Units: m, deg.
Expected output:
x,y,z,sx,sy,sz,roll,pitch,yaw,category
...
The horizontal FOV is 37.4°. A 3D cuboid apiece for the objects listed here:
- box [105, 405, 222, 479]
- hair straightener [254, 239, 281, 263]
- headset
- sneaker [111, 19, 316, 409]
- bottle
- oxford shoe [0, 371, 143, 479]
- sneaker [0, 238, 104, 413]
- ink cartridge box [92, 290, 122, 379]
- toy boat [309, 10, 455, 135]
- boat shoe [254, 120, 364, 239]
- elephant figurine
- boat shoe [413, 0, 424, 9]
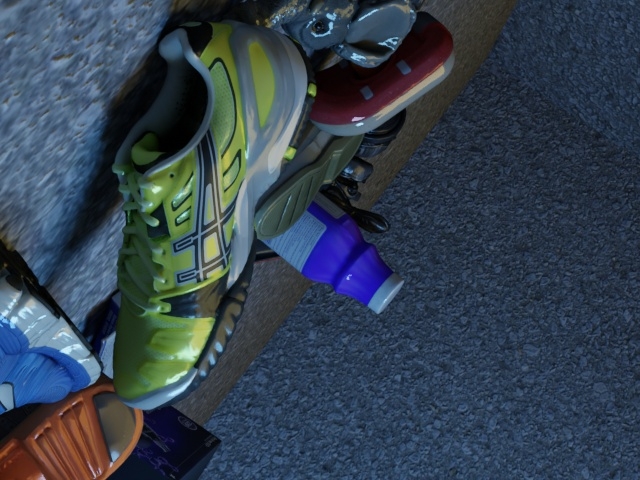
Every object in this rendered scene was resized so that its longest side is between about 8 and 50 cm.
x,y,z,sx,sy,sz,roll,pitch,yaw,category
-0.296,0.357,1.591,0.103,0.184,0.261,-55,174,8,box
-0.030,-0.004,1.731,0.230,0.047,0.089,-6,153,-21,hair straightener
0.072,-0.153,1.643,0.243,0.185,0.394,-60,-177,34,headset
-0.140,-0.026,0.893,0.147,0.145,0.385,11,99,-46,sneaker
0.000,0.000,1.458,0.092,0.283,0.118,-36,160,-53,bottle
-0.351,0.249,0.927,0.363,0.133,0.130,-32,118,-28,oxford shoe
-0.277,0.084,0.754,0.147,0.130,0.330,-39,167,-12,sneaker
-0.265,0.132,1.286,0.224,0.045,0.223,-45,168,-51,ink cartridge box
0.062,-0.256,1.320,0.231,0.151,0.151,-35,-146,4,toy boat
-0.046,-0.106,1.382,0.302,0.103,0.113,-46,164,-48,boat shoe
0.023,-0.267,1.005,0.239,0.186,0.169,-45,-152,8,elephant figurine
0.194,-0.455,1.342,0.301,0.102,0.108,-53,173,-13,boat shoe
